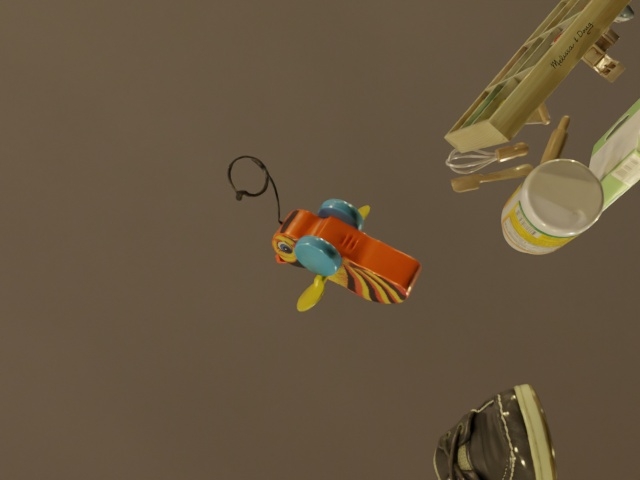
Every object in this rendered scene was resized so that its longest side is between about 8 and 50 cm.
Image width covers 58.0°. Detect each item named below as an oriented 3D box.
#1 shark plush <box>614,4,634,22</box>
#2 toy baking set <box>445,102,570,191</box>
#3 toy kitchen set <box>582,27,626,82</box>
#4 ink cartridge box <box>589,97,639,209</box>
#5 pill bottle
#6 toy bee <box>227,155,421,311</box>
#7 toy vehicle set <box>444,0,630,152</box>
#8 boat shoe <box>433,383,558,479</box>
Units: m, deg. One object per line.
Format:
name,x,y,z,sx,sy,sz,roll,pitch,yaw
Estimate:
shark plush,0.529,-0.480,1.083,0.073,0.067,0.161,-37,-69,-14
toy baking set,0.342,-0.169,1.061,0.256,0.197,0.030,-64,-26,-28
toy kitchen set,0.512,-0.342,1.037,0.083,0.068,0.075,39,-154,-5
ink cartridge box,0.630,-0.181,1.206,0.056,0.171,0.235,34,-129,5
pill bottle,0.358,-0.042,0.926,0.118,0.208,0.117,-1,-103,5
toy bee,0.000,0.000,0.876,0.195,0.162,0.298,-34,-101,-27
toy vehicle set,0.282,-0.230,0.746,0.035,0.166,0.267,41,-92,-7
boat shoe,0.125,0.175,0.443,0.073,0.223,0.080,-6,-124,5
